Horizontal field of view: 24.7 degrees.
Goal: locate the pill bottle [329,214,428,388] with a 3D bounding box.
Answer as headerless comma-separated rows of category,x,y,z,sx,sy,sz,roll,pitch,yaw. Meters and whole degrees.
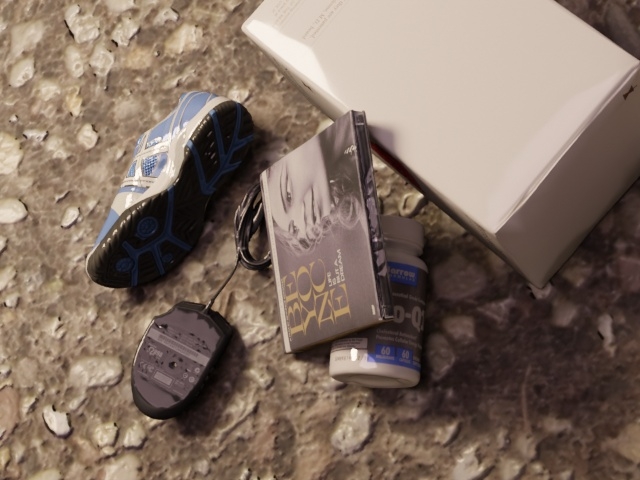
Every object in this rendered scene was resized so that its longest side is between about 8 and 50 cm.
pill bottle,0.051,0.052,1.242,0.078,0.078,0.137,0,75,20

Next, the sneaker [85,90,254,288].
sneaker,-0.146,-0.047,1.357,0.211,0.080,0.081,-52,43,-1

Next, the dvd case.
dvd case,0.000,0.000,1.206,0.018,0.221,0.165,-5,81,-21

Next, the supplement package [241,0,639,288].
supplement package,0.114,-0.130,1.219,0.293,0.177,0.175,41,90,26

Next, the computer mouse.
computer mouse,-0.095,0.053,1.323,0.071,0.041,0.242,30,79,10
